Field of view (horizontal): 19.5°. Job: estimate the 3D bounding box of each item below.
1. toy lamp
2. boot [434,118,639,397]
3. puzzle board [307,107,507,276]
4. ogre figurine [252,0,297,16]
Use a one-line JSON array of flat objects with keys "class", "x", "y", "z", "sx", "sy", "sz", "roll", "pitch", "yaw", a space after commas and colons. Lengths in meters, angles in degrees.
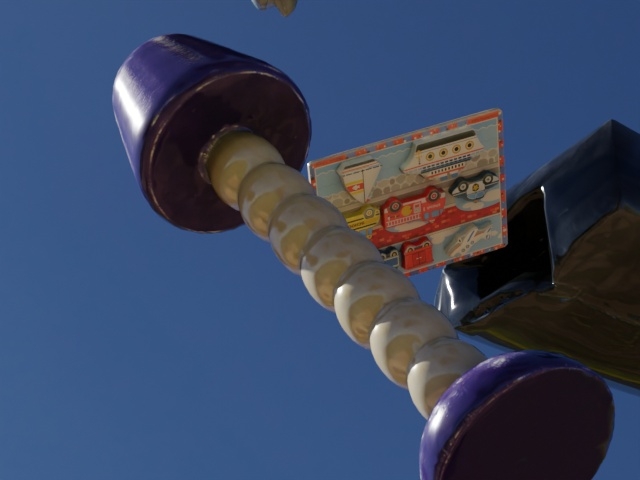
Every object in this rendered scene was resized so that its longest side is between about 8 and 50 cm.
[{"class": "toy lamp", "x": 0.000, "y": 0.000, "z": 0.689, "sx": 0.080, "sy": 0.274, "sz": 0.080, "roll": -18, "pitch": -52, "yaw": -25}, {"class": "boot", "x": 0.275, "y": 0.117, "z": 1.501, "sx": 0.445, "sy": 0.146, "sz": 0.367, "roll": 19, "pitch": -57, "yaw": -33}, {"class": "puzzle board", "x": 0.056, "y": -0.020, "z": 1.126, "sx": 0.128, "sy": 0.011, "sz": 0.096, "roll": -17, "pitch": -57, "yaw": -18}, {"class": "ogre figurine", "x": -0.052, "y": -0.183, "z": 0.911, "sx": 0.197, "sy": 0.118, "sz": 0.097, "roll": 30, "pitch": -18, "yaw": -16}]
